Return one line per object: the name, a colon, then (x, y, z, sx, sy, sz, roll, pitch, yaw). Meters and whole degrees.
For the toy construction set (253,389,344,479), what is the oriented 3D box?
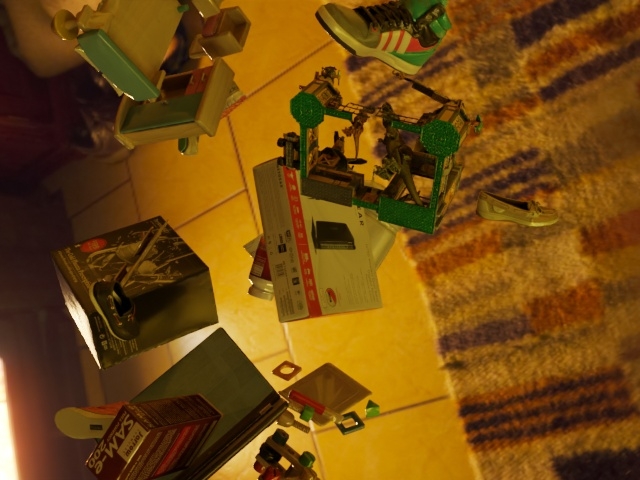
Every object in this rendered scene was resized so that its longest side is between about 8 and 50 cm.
toy construction set: (-0.027, 0.527, 1.641, 0.237, 0.257, 0.309, 27, 74, -3)

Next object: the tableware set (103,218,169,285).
tableware set: (-0.378, 0.040, 1.447, 0.039, 0.194, 0.128, 34, 138, -8)

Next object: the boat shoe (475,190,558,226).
boat shoe: (0.367, -0.061, 1.351, 0.153, 0.056, 0.048, 8, 115, 5)

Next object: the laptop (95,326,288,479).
laptop: (-0.288, 0.372, 1.491, 0.382, 0.408, 0.236, -40, 85, -11)

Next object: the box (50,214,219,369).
box: (-0.480, 0.118, 1.870, 0.343, 0.312, 0.179, 38, 140, 48)

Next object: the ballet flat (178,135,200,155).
ballet flat: (-0.325, -0.289, 1.803, 0.057, 0.052, 0.168, -8, 78, 45)

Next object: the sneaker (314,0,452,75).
sneaker: (0.140, -0.416, 1.334, 0.178, 0.295, 0.124, -46, 60, 30)

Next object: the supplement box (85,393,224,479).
supplement box: (-0.285, 0.350, 1.284, 0.073, 0.239, 0.130, 35, 97, 22)

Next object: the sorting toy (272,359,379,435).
sorting toy: (0.012, 0.419, 1.958, 0.348, 0.196, 0.047, 29, 131, 44)

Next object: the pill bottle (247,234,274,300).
pill bottle: (-0.128, 0.069, 1.804, 0.086, 0.086, 0.152, 18, 91, 37)

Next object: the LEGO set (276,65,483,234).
LEGO set: (0.113, -0.168, 1.212, 0.331, 0.192, 0.255, 9, 126, 23)

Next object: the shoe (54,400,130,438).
shoe: (-0.466, 0.378, 1.539, 0.178, 0.081, 0.063, 1, 97, 20)

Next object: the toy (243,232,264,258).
toy: (-0.100, 0.080, 2.065, 0.137, 0.056, 0.237, -33, 111, 21)

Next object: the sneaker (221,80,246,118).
sneaker: (-0.237, -0.319, 1.654, 0.170, 0.063, 0.075, -24, 94, 47)

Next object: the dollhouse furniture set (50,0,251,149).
dollhouse furniture set: (-0.305, -0.341, 1.199, 0.198, 0.303, 0.286, -3, 60, 29)

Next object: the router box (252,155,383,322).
router box: (0.000, 0.000, 1.595, 0.082, 0.301, 0.335, -16, 81, 33)

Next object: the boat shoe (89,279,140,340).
boat shoe: (-0.311, 0.112, 1.131, 0.042, 0.133, 0.049, -7, 45, 12)

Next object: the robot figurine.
robot figurine: (0.089, -0.016, 1.954, 0.200, 0.300, 0.353, 34, 90, 43)
